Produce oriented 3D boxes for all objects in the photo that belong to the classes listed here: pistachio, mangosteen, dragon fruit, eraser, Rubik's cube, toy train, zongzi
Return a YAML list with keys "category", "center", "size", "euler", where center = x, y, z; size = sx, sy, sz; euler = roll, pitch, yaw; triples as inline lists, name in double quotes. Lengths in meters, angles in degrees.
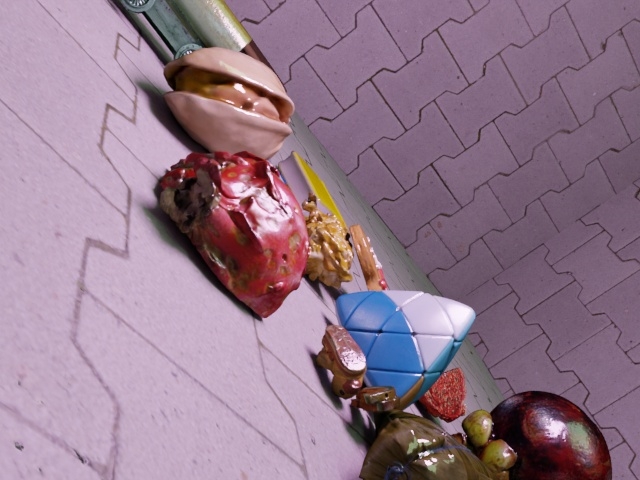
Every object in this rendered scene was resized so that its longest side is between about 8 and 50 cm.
- category: "pistachio"
  center: [-0.164, -0.243, 1.284]
  size: [0.318, 0.213, 0.194]
  euler: [21, 74, -61]
- category: "mangosteen"
  center: [0.437, 0.481, 1.525]
  size: [0.306, 0.359, 0.306]
  euler: [173, -90, -80]
- category: "dragon fruit"
  center: [0.256, 0.350, 1.560]
  size: [0.162, 0.083, 0.106]
  euler: [-5, 66, -49]
- category: "eraser"
  center: [-0.019, -0.107, 1.824]
  size: [0.158, 0.069, 0.226]
  euler: [47, 12, -43]
- category: "Rubik's cube"
  center: [0.166, 0.198, 1.229]
  size: [0.254, 0.254, 0.254]
  euler: [52, 10, -13]
- category: "dragon fruit"
  center: [-0.115, -0.043, 0.938]
  size: [0.262, 0.134, 0.211]
  euler: [57, 13, 17]
- category: "toy train"
  center: [-0.273, -0.454, 1.428]
  size: [0.307, 0.189, 0.126]
  euler: [52, 8, -20]
- category: "zongzi"
  center: [0.100, 0.278, 0.966]
  size: [0.274, 0.125, 0.251]
  euler: [41, 0, 44]

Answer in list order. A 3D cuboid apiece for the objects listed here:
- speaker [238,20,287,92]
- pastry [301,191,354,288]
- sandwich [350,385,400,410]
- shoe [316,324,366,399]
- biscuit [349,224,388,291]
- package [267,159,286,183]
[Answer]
- category: "speaker"
  center: [-0.218, -0.415, 1.677]
  size: [0.231, 0.153, 0.192]
  euler: [58, 11, 20]
- category: "pastry"
  center: [0.000, 0.000, 1.443]
  size: [0.154, 0.102, 0.250]
  euler: [44, 13, -15]
- category: "sandwich"
  center: [0.083, 0.235, 1.061]
  size: [0.135, 0.067, 0.029]
  euler: [139, -53, -78]
- category: "shoe"
  center: [0.034, 0.182, 1.067]
  size: [0.072, 0.069, 0.109]
  euler: [-15, 50, -41]
- category: "biscuit"
  center: [0.127, 0.118, 1.507]
  size: [0.216, 0.047, 0.340]
  euler: [-102, 174, -70]
- category: "package"
  center: [-0.149, -0.204, 1.660]
  size: [0.171, 0.027, 0.173]
  euler: [52, 10, 9]
